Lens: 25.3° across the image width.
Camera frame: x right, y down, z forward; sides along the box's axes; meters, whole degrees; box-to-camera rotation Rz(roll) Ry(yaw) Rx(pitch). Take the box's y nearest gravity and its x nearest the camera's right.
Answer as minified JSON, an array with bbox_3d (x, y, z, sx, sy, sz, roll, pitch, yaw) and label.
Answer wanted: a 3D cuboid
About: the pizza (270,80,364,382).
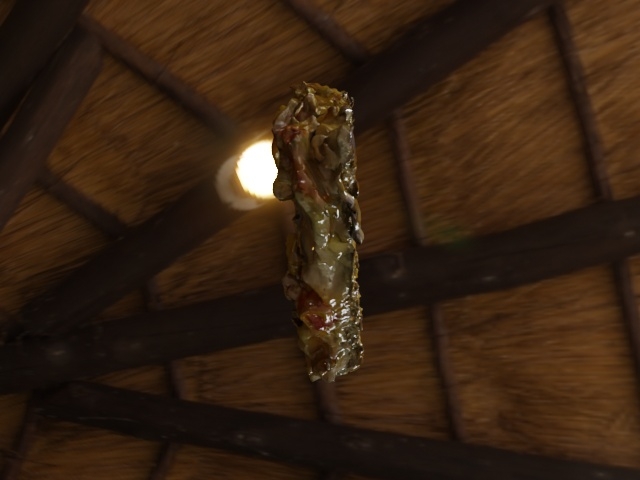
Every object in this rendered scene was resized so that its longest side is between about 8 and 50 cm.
[{"bbox_3d":[0.000,0.000,1.169,0.074,0.288,0.251,-5,-81,2],"label":"pizza"}]
